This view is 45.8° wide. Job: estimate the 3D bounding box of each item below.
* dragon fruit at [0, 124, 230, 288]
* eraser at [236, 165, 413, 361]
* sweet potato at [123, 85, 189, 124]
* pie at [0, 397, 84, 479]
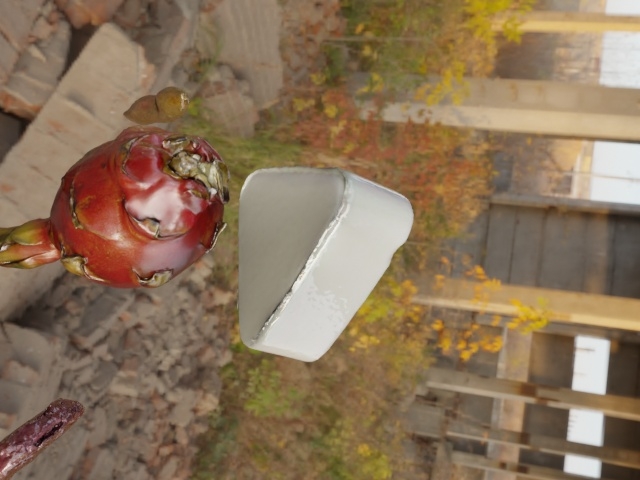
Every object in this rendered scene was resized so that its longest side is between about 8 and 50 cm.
[{"bbox_3d":[-0.180,-0.015,0.602,0.125,0.246,0.125,-91,160,-49],"label":"dragon fruit"},{"bbox_3d":[0.000,0.000,1.225,0.149,0.331,0.332,18,75,-32],"label":"eraser"},{"bbox_3d":[-0.285,-0.232,1.331,0.065,0.218,0.051,31,69,-34],"label":"sweet potato"},{"bbox_3d":[-0.312,0.214,0.793,0.153,0.038,0.153,-41,180,0],"label":"pie"}]
